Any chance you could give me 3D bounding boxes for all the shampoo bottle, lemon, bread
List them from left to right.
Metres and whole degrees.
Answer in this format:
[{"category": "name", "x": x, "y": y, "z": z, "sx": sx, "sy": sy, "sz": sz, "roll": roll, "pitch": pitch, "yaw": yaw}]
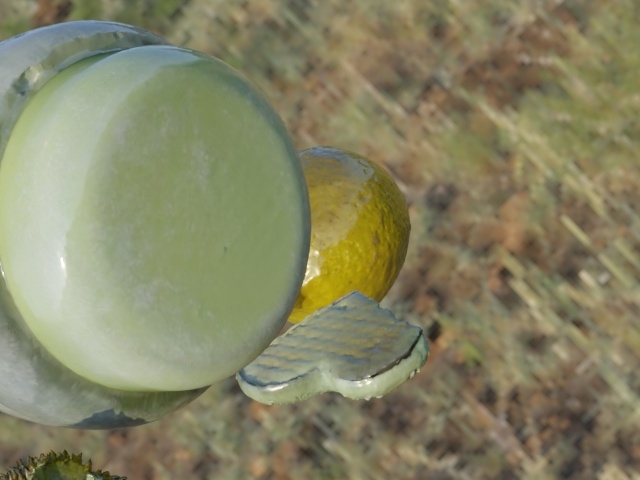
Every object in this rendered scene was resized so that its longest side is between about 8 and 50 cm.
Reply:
[{"category": "shampoo bottle", "x": -0.191, "y": -0.011, "z": 1.389, "sx": 0.317, "sy": 0.322, "sz": 0.322, "roll": -3, "pitch": 41, "yaw": 48}, {"category": "lemon", "x": 0.000, "y": 0.000, "z": 2.520, "sx": 0.253, "sy": 0.253, "sz": 0.310, "roll": -34, "pitch": 18, "yaw": 43}, {"category": "bread", "x": 0.020, "y": 0.127, "z": 1.986, "sx": 0.232, "sy": 0.064, "sz": 0.172, "roll": -10, "pitch": 33, "yaw": 21}]

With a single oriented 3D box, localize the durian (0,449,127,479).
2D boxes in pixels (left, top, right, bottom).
[{"category": "durian", "x": -0.217, "y": 0.275, "z": 1.291, "sx": 0.237, "sy": 0.193, "sz": 0.138, "roll": -43, "pitch": 10, "yaw": -12}]
